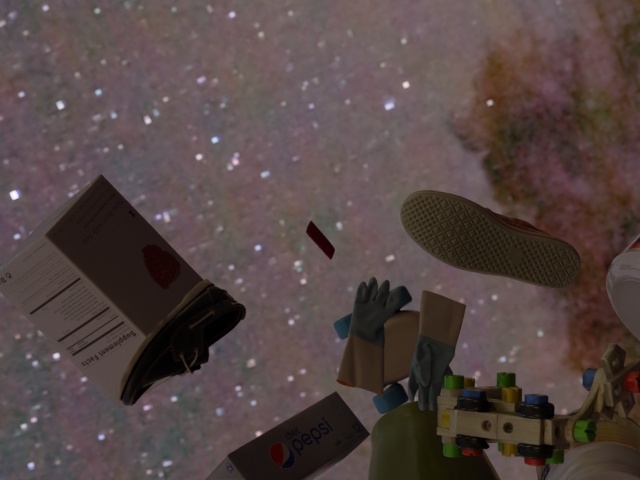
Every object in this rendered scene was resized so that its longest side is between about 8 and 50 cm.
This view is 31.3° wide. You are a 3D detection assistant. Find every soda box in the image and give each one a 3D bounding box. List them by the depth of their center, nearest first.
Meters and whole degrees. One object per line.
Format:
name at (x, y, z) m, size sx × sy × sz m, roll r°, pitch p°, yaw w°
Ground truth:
soda box at (-0.051, 0.349, 1.835) m, size 0.098 × 0.091 × 0.286 m, roll 50°, pitch -142°, yaw 14°

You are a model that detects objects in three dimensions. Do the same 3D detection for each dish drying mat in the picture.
dish drying mat at (0.000, 0.000, 2.236) m, size 0.083 × 0.008 × 0.032 m, roll 48°, pitch -133°, yaw -29°

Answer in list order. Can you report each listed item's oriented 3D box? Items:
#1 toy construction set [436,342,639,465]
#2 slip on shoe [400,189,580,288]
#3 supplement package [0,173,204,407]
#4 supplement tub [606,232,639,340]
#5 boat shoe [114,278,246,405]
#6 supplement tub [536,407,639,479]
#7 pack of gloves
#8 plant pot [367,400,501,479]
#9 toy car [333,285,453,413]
toy construction set at (0.299, 0.245, 1.618) m, size 0.215 × 0.327 × 0.151 m, roll 4°, pitch -108°, yaw -47°
slip on shoe at (0.296, -0.003, 2.019) m, size 0.101 × 0.331 × 0.123 m, roll -89°, pitch 18°, yaw -75°
supplement package at (-0.327, 0.081, 1.783) m, size 0.293 × 0.175 × 0.177 m, roll 47°, pitch -141°, yaw -14°
supplement tub at (0.507, 0.015, 1.419) m, size 0.272 × 0.191 × 0.191 m, roll -42°, pitch -62°, yaw -18°
boat shoe at (-0.188, 0.143, 1.534) m, size 0.079 × 0.084 × 0.233 m, roll 35°, pitch -133°, yaw 10°
supplement tub at (0.506, 0.449, 2.052) m, size 0.316 × 0.228 × 0.228 m, roll -46°, pitch -66°, yaw -78°
pack of gloves at (0.133, 0.177, 1.912) m, size 0.195 × 0.046 × 0.232 m, roll 21°, pitch -128°, yaw -8°
plant pot at (0.255, 0.572, 2.620) m, size 0.366 × 0.366 × 0.353 m, roll 50°, pitch -160°, yaw -38°
toy car at (0.171, 0.231, 2.484) m, size 0.219 × 0.210 × 0.238 m, roll 61°, pitch -168°, yaw 7°
